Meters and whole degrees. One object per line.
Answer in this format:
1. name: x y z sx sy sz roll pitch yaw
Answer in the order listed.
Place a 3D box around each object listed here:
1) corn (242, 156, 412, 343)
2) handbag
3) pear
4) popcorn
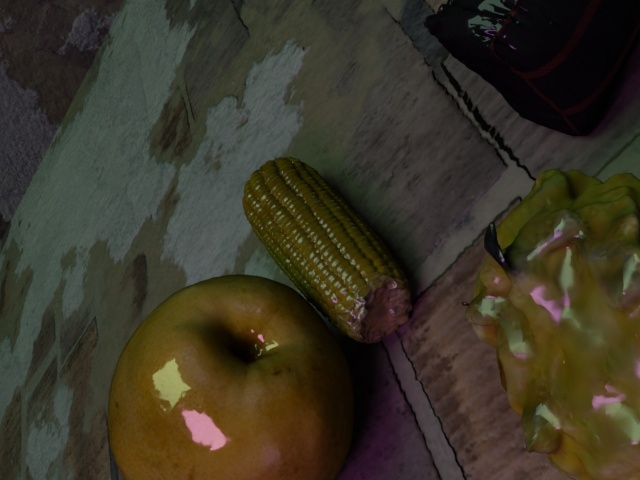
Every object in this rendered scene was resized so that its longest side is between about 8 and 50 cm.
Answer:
1. corn: 0.000 0.000 0.920 0.131 0.131 0.344 -61 39 15
2. handbag: 0.214 -0.217 0.654 0.155 0.215 0.169 38 101 45
3. pear: -0.103 0.195 0.834 0.314 0.315 0.314 -26 55 46
4. popcorn: 0.216 0.062 0.519 0.249 0.225 0.249 -17 68 49
